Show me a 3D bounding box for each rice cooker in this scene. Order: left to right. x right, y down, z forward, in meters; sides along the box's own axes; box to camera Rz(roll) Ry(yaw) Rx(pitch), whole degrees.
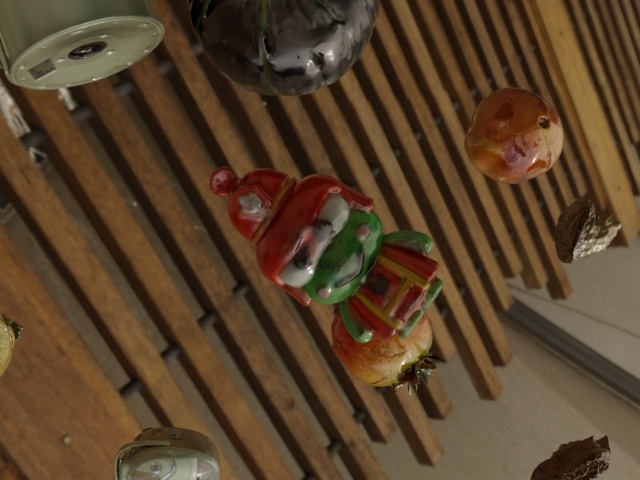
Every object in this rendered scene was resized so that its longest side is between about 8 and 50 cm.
[{"bbox_3d":[-0.302,0.450,1.438,0.206,0.145,0.127,6,-156,-1],"label":"rice cooker"}]

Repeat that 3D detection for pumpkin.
[{"bbox_3d":[-0.048,-0.351,1.108,0.295,0.296,0.296,-25,-162,8],"label":"pumpkin"}]

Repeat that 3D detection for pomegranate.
[{"bbox_3d":[0.132,0.199,1.448,0.210,0.210,0.235,-37,-116,-21],"label":"pomegranate"},{"bbox_3d":[0.412,-0.226,1.544,0.209,0.209,0.209,-25,-162,8],"label":"pomegranate"}]

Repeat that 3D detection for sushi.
[{"bbox_3d":[0.336,0.294,0.957,0.117,0.062,0.060,-14,-150,-12],"label":"sushi"}]

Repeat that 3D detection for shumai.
[{"bbox_3d":[0.558,-0.010,1.537,0.139,0.105,0.123,-51,-177,-12],"label":"shumai"}]

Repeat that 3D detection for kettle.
[{"bbox_3d":[-0.487,-0.447,1.151,0.361,0.377,0.250,-22,179,-6],"label":"kettle"}]

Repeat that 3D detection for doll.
[{"bbox_3d":[0.000,0.000,1.033,0.183,0.363,0.160,-57,-174,11],"label":"doll"}]

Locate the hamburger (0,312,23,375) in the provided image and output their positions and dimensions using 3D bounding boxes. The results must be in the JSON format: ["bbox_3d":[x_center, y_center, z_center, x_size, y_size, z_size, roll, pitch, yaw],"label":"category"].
[{"bbox_3d":[-0.588,0.161,1.112,0.122,0.215,0.189,27,-100,26],"label":"hamburger"}]
